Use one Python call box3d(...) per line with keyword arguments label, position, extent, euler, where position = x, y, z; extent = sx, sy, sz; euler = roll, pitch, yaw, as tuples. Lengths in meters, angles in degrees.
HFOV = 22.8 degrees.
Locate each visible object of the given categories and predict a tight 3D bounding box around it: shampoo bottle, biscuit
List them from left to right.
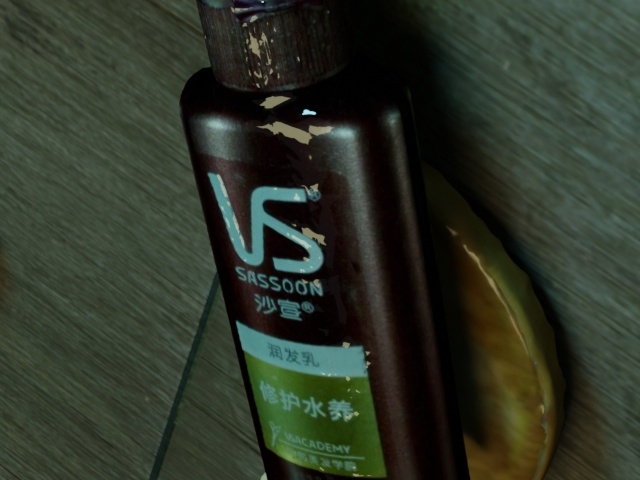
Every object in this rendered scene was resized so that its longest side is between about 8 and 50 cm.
box3d(label="shampoo bottle", position=(0.000, 0.000, 0.812), extent=(0.129, 0.084, 0.323), euler=(11, 127, 31))
box3d(label="biscuit", position=(0.048, 0.072, 0.922), extent=(0.204, 0.040, 0.309), euler=(24, 134, 25))
